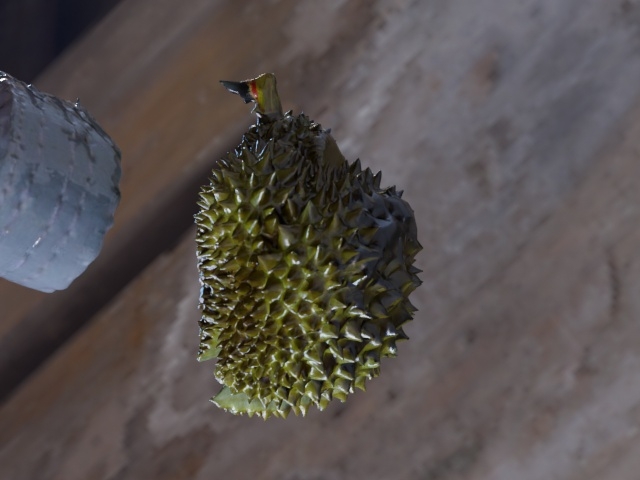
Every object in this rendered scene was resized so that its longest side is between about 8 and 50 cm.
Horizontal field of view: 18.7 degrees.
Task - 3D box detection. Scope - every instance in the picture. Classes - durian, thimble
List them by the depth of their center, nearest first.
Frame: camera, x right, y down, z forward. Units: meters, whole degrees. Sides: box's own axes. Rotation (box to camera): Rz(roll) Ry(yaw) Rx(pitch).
[{"bbox_3d":[0.000,0.000,1.322,0.193,0.137,0.237,-5,-91,-64],"label":"durian"},{"bbox_3d":[-0.229,-0.044,1.466,0.118,0.127,0.151,26,-152,-31],"label":"thimble"}]
